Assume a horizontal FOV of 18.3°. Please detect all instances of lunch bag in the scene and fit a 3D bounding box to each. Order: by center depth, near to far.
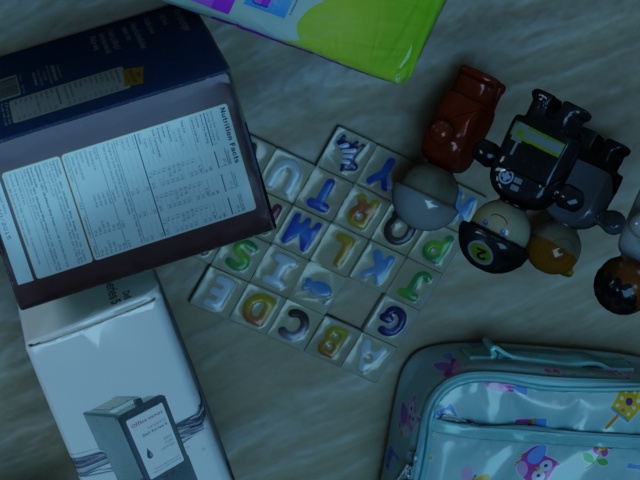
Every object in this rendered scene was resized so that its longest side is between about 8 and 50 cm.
[{"bbox_3d":[0.193,0.201,1.797,0.279,0.108,0.224,4,112,-17],"label":"lunch bag"}]

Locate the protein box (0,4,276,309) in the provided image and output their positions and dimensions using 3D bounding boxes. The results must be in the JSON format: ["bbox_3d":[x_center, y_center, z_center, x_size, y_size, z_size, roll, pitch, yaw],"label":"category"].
[{"bbox_3d":[-0.163,-0.072,1.528,0.201,0.200,0.136,-17,114,-6],"label":"protein box"}]

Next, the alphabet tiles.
[{"bbox_3d":[0.000,0.000,1.714,0.237,0.009,0.198,24,105,-24],"label":"alphabet tiles"}]

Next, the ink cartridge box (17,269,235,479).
[{"bbox_3d":[-0.153,0.135,1.623,0.115,0.198,0.273,-21,116,-5],"label":"ink cartridge box"}]

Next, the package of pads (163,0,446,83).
[{"bbox_3d":[0.026,-0.290,1.544,0.229,0.101,0.296,18,107,-21],"label":"package of pads"}]

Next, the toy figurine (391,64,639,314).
[{"bbox_3d":[0.186,-0.034,1.637,0.209,0.213,0.148,24,92,-28],"label":"toy figurine"}]
